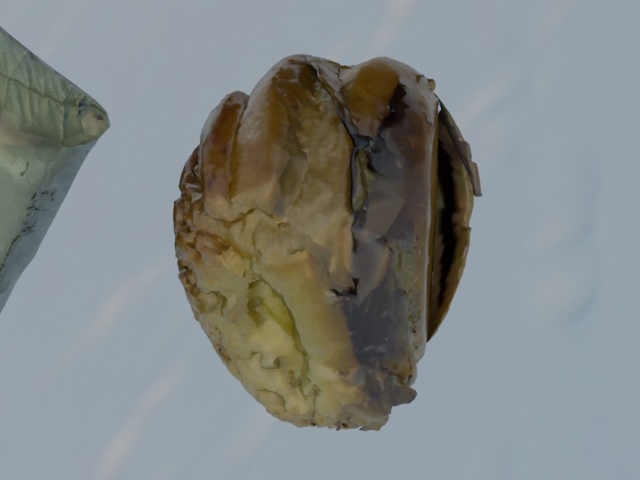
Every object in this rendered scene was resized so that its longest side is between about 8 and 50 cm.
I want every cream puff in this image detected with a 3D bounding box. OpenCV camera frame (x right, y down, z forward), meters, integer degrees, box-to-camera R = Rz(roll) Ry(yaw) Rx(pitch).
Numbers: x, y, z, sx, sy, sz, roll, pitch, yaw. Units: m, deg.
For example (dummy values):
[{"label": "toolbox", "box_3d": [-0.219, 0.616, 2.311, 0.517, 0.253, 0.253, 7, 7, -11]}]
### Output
[{"label": "cream puff", "box_3d": [0.000, 0.000, 0.695, 0.119, 0.104, 0.133, -28, -56, -79]}]

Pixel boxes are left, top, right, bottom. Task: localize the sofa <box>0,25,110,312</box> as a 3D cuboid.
[{"label": "sofa", "box_3d": [-0.234, 0.005, 0.744, 0.225, 0.176, 0.210, -41, -10, -52]}]
